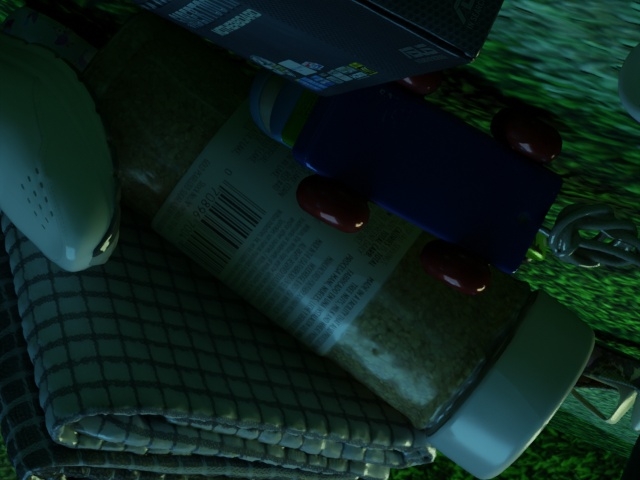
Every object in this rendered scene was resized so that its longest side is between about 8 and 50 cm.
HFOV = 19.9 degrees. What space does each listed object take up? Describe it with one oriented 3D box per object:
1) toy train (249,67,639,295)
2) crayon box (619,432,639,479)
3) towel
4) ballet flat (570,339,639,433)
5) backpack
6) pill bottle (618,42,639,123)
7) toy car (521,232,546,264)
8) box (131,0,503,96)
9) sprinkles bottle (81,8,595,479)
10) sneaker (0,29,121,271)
[{"bbox_3d":[0.079,-0.033,1.065,0.248,0.105,0.143,27,-177,-27],"label":"toy train"},{"bbox_3d":[0.311,0.139,1.125,0.083,0.203,0.323,18,171,43],"label":"crayon box"},{"bbox_3d":[-0.088,0.067,1.212,0.284,0.121,0.235,12,-139,-34],"label":"towel"},{"bbox_3d":[0.299,0.141,1.738,0.077,0.079,0.221,30,171,-38],"label":"ballet flat"},{"bbox_3d":[-0.188,-0.102,1.348,0.152,0.115,0.182,26,171,4],"label":"backpack"},{"bbox_3d":[0.164,-0.055,0.786,0.043,0.043,0.083,18,172,41],"label":"pill bottle"},{"bbox_3d":[0.076,-0.030,1.262,0.239,0.053,0.225,28,172,-37],"label":"toy car"},{"bbox_3d":[-0.036,-0.132,0.804,0.183,0.059,0.233,27,173,-15],"label":"box"},{"bbox_3d":[0.000,0.000,1.152,0.355,0.121,0.121,37,173,0],"label":"sprinkles bottle"},{"bbox_3d":[-0.231,-0.086,1.075,0.297,0.129,0.111,46,141,18],"label":"sneaker"}]
